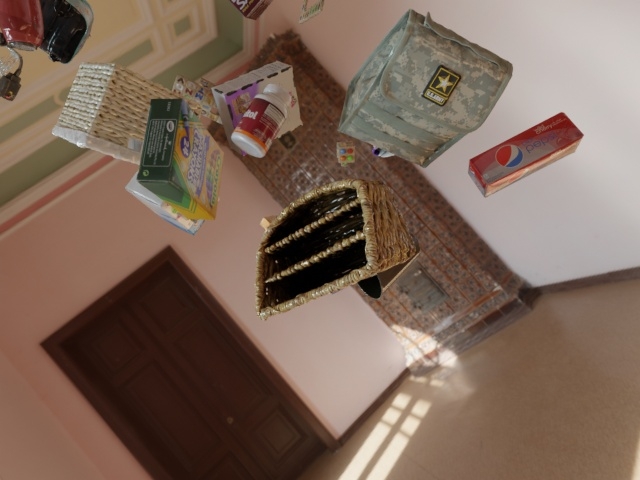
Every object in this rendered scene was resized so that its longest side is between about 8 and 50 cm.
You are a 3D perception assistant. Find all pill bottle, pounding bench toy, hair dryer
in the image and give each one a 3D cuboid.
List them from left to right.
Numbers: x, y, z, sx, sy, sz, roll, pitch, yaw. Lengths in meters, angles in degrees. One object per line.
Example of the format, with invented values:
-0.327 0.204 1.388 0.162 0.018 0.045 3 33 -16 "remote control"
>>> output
-0.691 -0.472 0.916 0.293 0.224 0.080 -50 -2 14 "hair dryer"
-0.129 -0.271 0.977 0.152 0.086 0.086 -62 0 -11 "pill bottle"
0.082 -0.270 1.404 0.052 0.083 0.065 -3 30 -2 "pounding bench toy"

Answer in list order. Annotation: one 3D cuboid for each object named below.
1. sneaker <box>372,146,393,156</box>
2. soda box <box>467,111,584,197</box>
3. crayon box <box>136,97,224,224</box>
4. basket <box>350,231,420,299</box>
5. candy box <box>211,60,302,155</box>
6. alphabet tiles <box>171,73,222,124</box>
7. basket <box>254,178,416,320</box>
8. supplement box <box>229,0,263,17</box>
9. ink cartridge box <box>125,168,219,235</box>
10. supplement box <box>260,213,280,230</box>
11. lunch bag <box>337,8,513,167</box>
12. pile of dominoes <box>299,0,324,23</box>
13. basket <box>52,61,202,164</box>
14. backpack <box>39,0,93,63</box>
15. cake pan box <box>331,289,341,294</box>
0.212 -0.381 1.526 0.161 0.102 0.282 -48 33 1 "sneaker"
0.523 -0.219 1.120 0.263 0.092 0.083 -28 -24 5 "soda box"
-0.327 -0.180 1.093 0.083 0.203 0.323 2 -14 7 "crayon box"
0.235 0.063 1.547 0.227 0.204 0.154 -35 24 -26 "basket"
-0.152 -0.334 1.094 0.196 0.070 0.164 -33 -43 -23 "candy box"
-0.447 -0.547 1.672 0.198 0.237 0.009 -33 41 56 "alphabet tiles"
0.000 0.000 0.878 0.299 0.213 0.223 -26 -6 33 "basket"
-0.153 -0.618 1.065 0.130 0.073 0.239 -42 19 17 "supplement box"
-0.580 -0.188 1.730 0.198 0.197 0.270 -59 -22 -13 "ink cartridge box"
-0.164 -0.060 1.590 0.098 0.062 0.036 -17 -35 -57 "supplement box"
0.205 -0.304 0.889 0.287 0.235 0.168 140 146 -61 "lunch bag"
-0.019 -0.695 1.145 0.251 0.040 0.196 -131 53 -65 "pile of dominoes"
-0.621 -0.389 1.414 0.328 0.331 0.266 17 -85 -48 "basket"
-0.734 -0.623 1.219 0.188 0.166 0.144 -31 40 35 "backpack"
-0.008 0.019 1.448 0.070 0.266 0.245 -26 28 2 "cake pan box"
